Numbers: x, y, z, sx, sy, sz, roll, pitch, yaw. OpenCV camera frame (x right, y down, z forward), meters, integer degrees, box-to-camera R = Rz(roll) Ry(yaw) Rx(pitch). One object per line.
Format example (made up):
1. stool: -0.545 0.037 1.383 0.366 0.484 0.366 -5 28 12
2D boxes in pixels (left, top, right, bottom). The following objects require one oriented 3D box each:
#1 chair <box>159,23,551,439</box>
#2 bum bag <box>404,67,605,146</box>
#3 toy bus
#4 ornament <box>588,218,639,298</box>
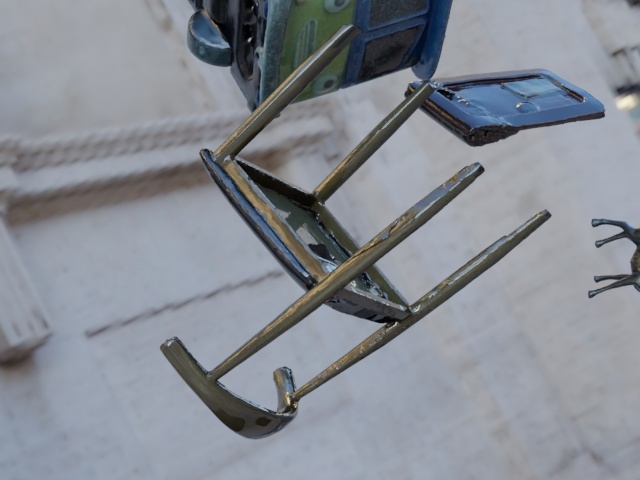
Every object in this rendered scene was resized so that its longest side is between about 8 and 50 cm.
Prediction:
1. chair: 0.000 0.000 1.120 0.272 0.166 0.188 -44 -25 11
2. bum bag: 0.167 -0.122 1.343 0.159 0.109 0.026 -9 -58 -27
3. toy bus: -0.038 -0.259 1.212 0.190 0.312 0.152 -16 -37 -21
4. ornament: 0.292 0.018 1.284 0.125 0.073 0.028 2 -6 31
